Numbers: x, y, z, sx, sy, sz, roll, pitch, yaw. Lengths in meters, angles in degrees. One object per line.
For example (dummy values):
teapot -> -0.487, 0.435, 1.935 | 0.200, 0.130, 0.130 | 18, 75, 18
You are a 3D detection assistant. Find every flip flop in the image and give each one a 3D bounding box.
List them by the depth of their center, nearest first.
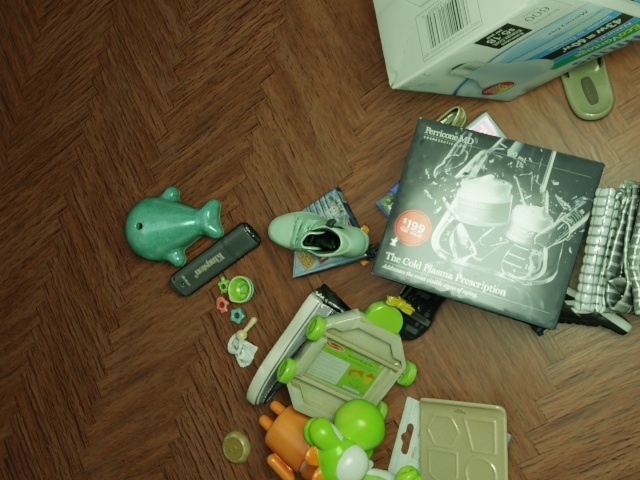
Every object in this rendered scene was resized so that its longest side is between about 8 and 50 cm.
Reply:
flip flop -> 0.527, -0.381, 1.200 | 0.112, 0.080, 0.277 | -20, 79, 19

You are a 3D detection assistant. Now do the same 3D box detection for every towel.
towel -> 0.592, 0.026, 1.038 | 0.121, 0.283, 0.235 | 13, 94, 51

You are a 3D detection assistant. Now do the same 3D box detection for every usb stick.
usb stick -> -0.274, 0.052, 1.497 | 0.278, 0.045, 0.077 | -35, 110, 16

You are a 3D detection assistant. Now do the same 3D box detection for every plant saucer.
plant saucer -> -0.218, 0.527, 1.467 | 0.083, 0.015, 0.083 | -2, 85, 21

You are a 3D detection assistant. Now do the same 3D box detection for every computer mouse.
computer mouse -> 0.272, 0.120, 1.283 | 0.184, 0.060, 0.262 | 25, 106, -2

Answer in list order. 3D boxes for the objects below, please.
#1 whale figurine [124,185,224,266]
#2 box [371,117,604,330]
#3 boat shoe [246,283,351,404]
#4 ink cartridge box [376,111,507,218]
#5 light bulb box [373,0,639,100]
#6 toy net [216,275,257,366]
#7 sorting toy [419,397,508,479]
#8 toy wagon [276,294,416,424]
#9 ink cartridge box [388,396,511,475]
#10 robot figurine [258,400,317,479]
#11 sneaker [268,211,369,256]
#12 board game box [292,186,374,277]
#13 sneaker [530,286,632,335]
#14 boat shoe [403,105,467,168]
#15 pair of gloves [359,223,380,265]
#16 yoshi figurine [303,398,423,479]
whale figurine -> -0.388, -0.039, 1.506 | 0.272, 0.141, 0.216 | -8, 83, 20
box -> 0.309, -0.030, 1.119 | 0.343, 0.179, 0.313 | 17, 87, 12
boat shoe -> -0.030, 0.282, 1.353 | 0.158, 0.127, 0.340 | 35, 102, 11
ink cartridge box -> 0.291, -0.109, 1.267 | 0.311, 0.065, 0.186 | -39, 88, 17
light bulb box -> 0.352, -0.432, 1.056 | 0.358, 0.361, 0.225 | -19, 78, 55
toy net -> -0.220, 0.207, 1.474 | 0.122, 0.045, 0.232 | -3, 85, 21
sorting toy -> 0.298, 0.439, 1.206 | 0.193, 0.038, 0.208 | -5, 84, 37
toy wagon -> 0.080, 0.254, 1.263 | 0.267, 0.068, 0.344 | 29, 104, -18
ink cartridge box -> 0.279, 0.470, 1.268 | 0.232, 0.066, 0.189 | 16, 93, 43
robot figurine -> -0.042, 0.468, 1.342 | 0.219, 0.158, 0.128 | 35, 130, 20
sneaker -> -0.034, -0.018, 1.288 | 0.256, 0.151, 0.094 | 9, 92, 28
board game box -> 0.000, 0.000, 1.388 | 0.194, 0.060, 0.194 | -32, 74, 20
sneaker -> 0.503, 0.159, 1.181 | 0.217, 0.079, 0.121 | 33, 102, 28
boat shoe -> 0.250, -0.227, 1.303 | 0.068, 0.072, 0.190 | 41, 101, 19
pair of gloves -> 0.105, 0.011, 1.378 | 0.074, 0.010, 0.083 | -43, 73, 13
yoshi figurine -> 0.125, 0.478, 1.208 | 0.203, 0.203, 0.362 | -37, 96, 26
